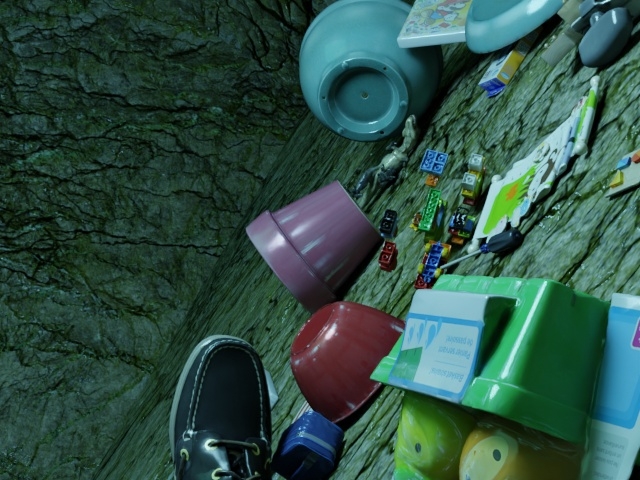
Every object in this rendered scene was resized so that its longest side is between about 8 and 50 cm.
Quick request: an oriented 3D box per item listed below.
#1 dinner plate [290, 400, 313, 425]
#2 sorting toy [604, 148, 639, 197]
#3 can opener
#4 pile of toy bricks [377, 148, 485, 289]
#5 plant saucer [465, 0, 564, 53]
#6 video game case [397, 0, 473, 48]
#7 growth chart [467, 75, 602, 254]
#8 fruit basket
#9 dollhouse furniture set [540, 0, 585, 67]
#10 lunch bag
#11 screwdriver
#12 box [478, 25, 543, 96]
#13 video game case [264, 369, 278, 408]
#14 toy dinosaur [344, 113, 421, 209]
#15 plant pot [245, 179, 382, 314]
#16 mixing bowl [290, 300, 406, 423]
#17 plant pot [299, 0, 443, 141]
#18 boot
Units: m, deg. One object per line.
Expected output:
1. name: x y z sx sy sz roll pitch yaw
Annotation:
1. dinner plate: -0.010 0.255 1.677 0.141 0.017 0.141 -52 10 13
2. sorting toy: 0.329 -0.078 1.204 0.062 0.012 0.083 -59 10 -21
3. can opener: 0.420 -0.311 1.439 0.283 0.076 0.095 -40 49 55
4. pile of toy bricks: 0.156 -0.019 1.613 0.105 0.118 0.212 68 -140 -63
5. plant saucer: 0.361 -0.447 1.976 0.317 0.043 0.318 -40 20 18
6. video game case: 0.276 -0.435 2.180 0.226 0.026 0.206 -2 39 25
7. growth chart: 0.273 -0.087 1.474 0.237 0.021 0.172 -47 14 40
8. fruit basket: 0.111 0.198 0.885 0.353 0.165 0.327 -64 17 -8
9. dollhouse furniture set: 0.348 -0.355 1.613 0.151 0.123 0.144 -47 -1 41
10. lunch bag: -0.021 0.278 1.510 0.098 0.067 0.065 -50 10 42
11. screwdriver: 0.194 0.017 1.452 0.025 0.024 0.170 -26 -1 -36
12. box: 0.316 -0.303 1.953 0.136 0.028 0.081 -55 10 -9
13. video game case: -0.138 0.320 2.046 0.173 0.022 0.190 -55 10 1
14. toy dinosaur: 0.107 -0.119 2.221 0.268 0.064 0.118 -50 -5 21
15. plant pot: 0.000 0.000 2.021 0.180 0.201 0.201 -38 11 3
16. mixing bowl: 0.023 0.150 1.579 0.181 0.098 0.181 -46 13 14
17. plant pot: 0.091 -0.311 2.268 0.293 0.293 0.196 -50 13 27
18. boot: -0.095 0.299 1.366 0.284 0.138 0.378 163 117 -70
